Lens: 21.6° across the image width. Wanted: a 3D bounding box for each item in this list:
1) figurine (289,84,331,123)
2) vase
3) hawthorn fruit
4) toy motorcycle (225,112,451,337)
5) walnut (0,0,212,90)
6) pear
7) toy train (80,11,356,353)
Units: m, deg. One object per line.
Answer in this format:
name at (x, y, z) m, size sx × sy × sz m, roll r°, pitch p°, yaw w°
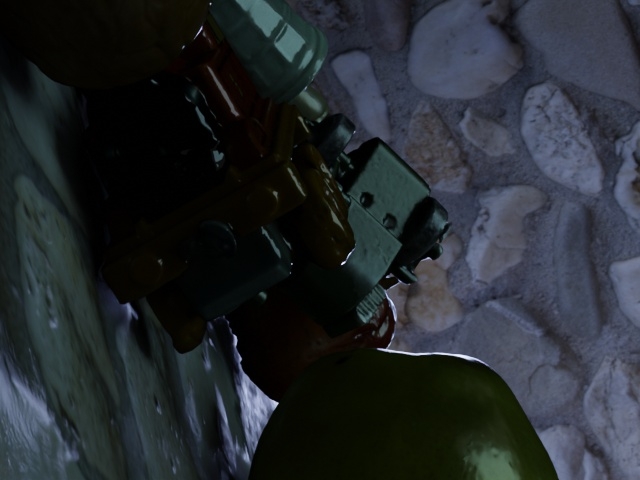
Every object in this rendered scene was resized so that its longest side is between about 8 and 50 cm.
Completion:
figurine at (-0.098, -0.267, 1.685) m, size 0.203 × 0.248 × 0.380 m, roll -29°, pitch 107°, yaw -48°
vase at (-0.132, -0.247, 1.466) m, size 0.299 × 0.143 × 0.143 m, roll 52°, pitch 14°, yaw -30°
hawthorn fruit at (0.004, 0.072, 1.716) m, size 0.179 × 0.200 × 0.179 m, roll 164°, pitch -90°, yaw -86°
toy motorcycle at (0.000, 0.000, 1.589) m, size 0.205 × 0.275 × 0.127 m, roll 43°, pitch -28°, yaw -17°
walnut at (-0.153, -0.193, 1.107) m, size 0.207 × 0.167 × 0.167 m, roll 68°, pitch 5°, yaw -59°
pear at (0.067, 0.236, 1.417) m, size 0.294 × 0.294 × 0.294 m, roll -18°, pitch 90°, yaw -86°
toy train at (-0.095, -0.064, 1.326) m, size 0.231 × 0.163 × 0.369 m, roll 58°, pitch 7°, yaw -10°
